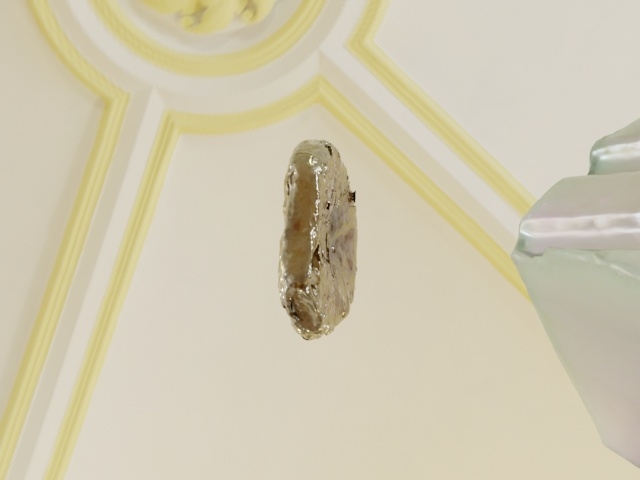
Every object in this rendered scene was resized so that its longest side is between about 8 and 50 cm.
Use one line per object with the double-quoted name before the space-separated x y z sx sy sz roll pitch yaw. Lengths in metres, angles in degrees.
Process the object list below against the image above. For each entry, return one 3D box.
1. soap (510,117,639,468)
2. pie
"soap" 0.229 0.002 0.320 0.208 0.347 0.115 -40 -72 -28
"pie" 0.000 0.000 0.998 0.046 0.195 0.195 0 -73 15
